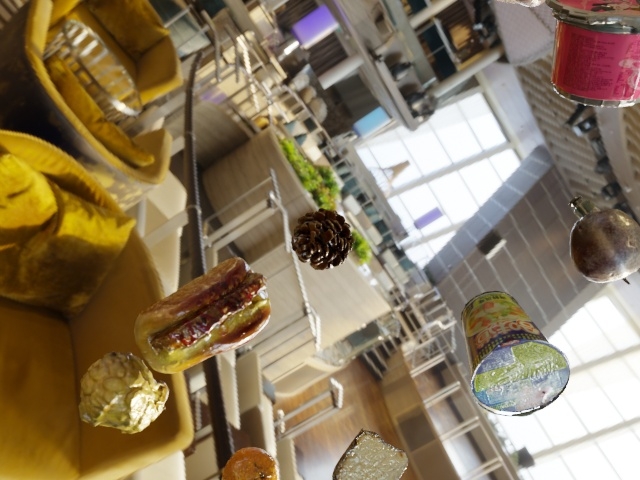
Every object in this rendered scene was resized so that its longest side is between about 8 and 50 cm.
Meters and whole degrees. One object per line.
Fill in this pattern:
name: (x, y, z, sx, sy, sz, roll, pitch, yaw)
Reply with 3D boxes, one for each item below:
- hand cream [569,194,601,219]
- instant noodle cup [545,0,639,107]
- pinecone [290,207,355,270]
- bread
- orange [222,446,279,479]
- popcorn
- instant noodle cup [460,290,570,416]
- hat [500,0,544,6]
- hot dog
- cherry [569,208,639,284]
hand cream: (0.794, -0.023, 1.567, 0.088, 0.055, 0.256, -12, 56, -34)
instant noodle cup: (0.542, -0.363, 1.062, 0.258, 0.302, 0.182, 46, -32, 46)
pinecone: (0.000, 0.000, 1.423, 0.174, 0.173, 0.173, 56, 9, -14)
bread: (0.092, 0.421, 1.045, 0.129, 0.126, 0.044, 30, -6, -7)
orange: (-0.161, 0.556, 1.336, 0.135, 0.117, 0.136, 26, 36, -20)
popcorn: (-0.553, 0.429, 1.574, 0.250, 0.250, 0.190, 52, 27, -32)
instant noodle cup: (0.548, 0.312, 1.686, 0.284, 0.284, 0.312, 54, 16, -23)
hat: (0.240, -0.311, 0.677, 0.087, 0.058, 0.042, 21, 18, -20)
hot dog: (-0.278, 0.190, 1.507, 0.405, 0.223, 0.185, -36, 110, -44)
cherry: (0.730, 0.011, 1.438, 0.195, 0.195, 0.195, 56, 9, -14)
